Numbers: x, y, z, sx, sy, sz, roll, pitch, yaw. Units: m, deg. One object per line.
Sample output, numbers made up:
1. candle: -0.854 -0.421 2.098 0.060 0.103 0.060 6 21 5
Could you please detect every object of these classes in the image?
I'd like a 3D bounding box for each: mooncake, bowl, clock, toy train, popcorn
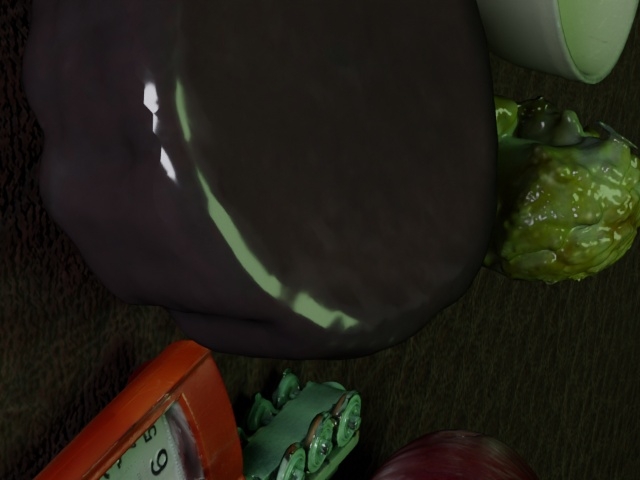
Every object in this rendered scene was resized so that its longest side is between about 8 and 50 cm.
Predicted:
1. mooncake: -0.027 -0.070 0.743 0.283 0.141 0.283 9 76 -41
2. bowl: 0.183 -0.276 1.171 0.277 0.145 0.277 -26 119 -61
3. clock: -0.115 0.144 0.788 0.155 0.061 0.113 -47 136 -44
4. toy train: -0.028 0.168 0.956 0.176 0.074 0.118 -35 137 -61
5. popcorn: 0.194 -0.054 1.229 0.212 0.198 0.198 54 39 -6

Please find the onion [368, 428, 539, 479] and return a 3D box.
1. onion: 0.116 0.327 1.044 0.347 0.285 0.348 12 90 -73
